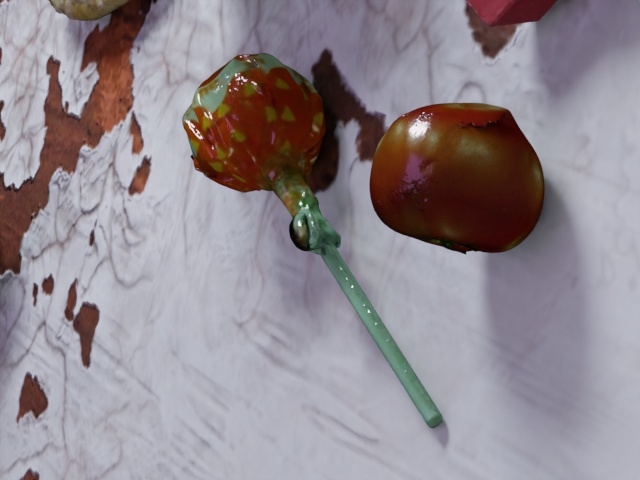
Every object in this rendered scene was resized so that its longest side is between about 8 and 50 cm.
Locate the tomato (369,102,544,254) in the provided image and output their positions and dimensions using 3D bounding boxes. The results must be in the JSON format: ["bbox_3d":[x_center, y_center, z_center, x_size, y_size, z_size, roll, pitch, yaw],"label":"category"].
[{"bbox_3d":[0.067,-0.033,0.920,0.087,0.087,0.075,7,85,60],"label":"tomato"}]

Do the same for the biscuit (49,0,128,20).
[{"bbox_3d":[-0.149,-0.263,1.401,0.265,0.040,0.188,-27,58,53],"label":"biscuit"}]

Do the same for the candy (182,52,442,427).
[{"bbox_3d":[-0.001,0.001,1.057,0.084,0.078,0.287,-56,45,30],"label":"candy"}]

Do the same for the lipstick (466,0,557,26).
[{"bbox_3d":[0.163,-0.197,0.842,0.312,0.051,0.051,-51,41,43],"label":"lipstick"}]
